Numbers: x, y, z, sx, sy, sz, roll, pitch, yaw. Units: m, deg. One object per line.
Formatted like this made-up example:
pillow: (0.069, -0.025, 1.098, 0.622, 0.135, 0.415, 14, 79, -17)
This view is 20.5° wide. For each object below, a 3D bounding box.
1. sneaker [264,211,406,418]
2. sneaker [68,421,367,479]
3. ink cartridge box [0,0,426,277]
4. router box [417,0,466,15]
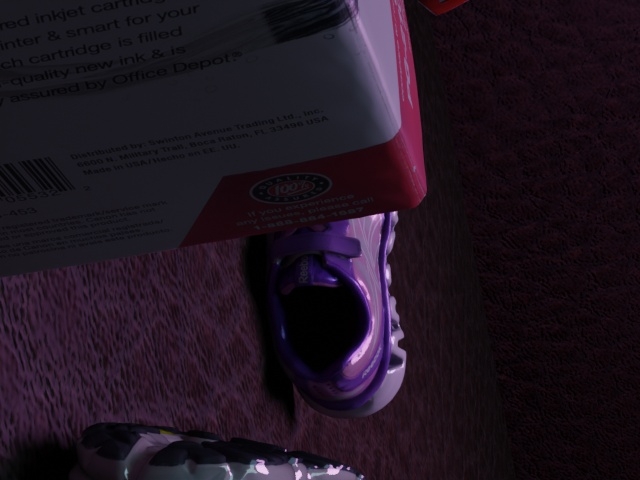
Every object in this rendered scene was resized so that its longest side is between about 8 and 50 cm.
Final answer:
sneaker: (0.000, 0.000, 1.164, 0.104, 0.095, 0.236, 11, 71, -72)
sneaker: (-0.051, 0.139, 0.772, 0.275, 0.107, 0.110, 26, 75, -73)
ink cartridge box: (-0.074, -0.086, 0.530, 0.237, 0.172, 0.100, 61, 21, -63)
router box: (-0.041, -0.287, 0.719, 0.301, 0.082, 0.335, 25, 38, -62)
